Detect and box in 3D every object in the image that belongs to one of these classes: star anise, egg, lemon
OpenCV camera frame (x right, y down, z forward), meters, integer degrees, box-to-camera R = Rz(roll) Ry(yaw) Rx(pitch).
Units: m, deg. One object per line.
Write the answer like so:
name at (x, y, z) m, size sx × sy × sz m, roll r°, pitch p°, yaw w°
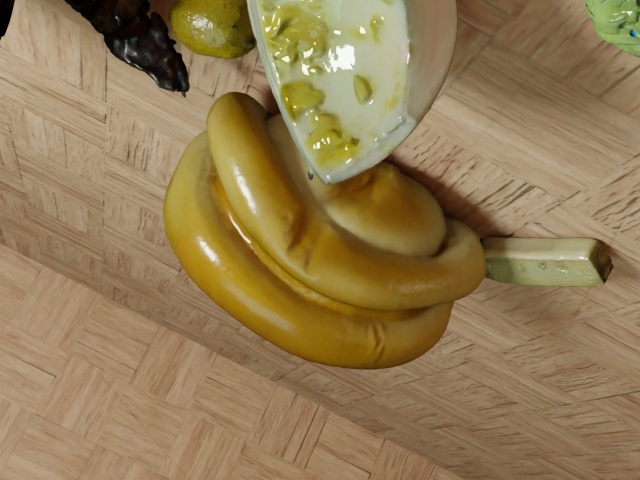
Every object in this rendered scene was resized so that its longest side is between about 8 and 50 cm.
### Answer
star anise at (-0.225, -0.274, 0.953) m, size 0.272 × 0.102 × 0.272 m, roll 45°, pitch -178°, yaw -2°
egg at (0.029, -0.203, 0.725) m, size 0.206 × 0.161 × 0.271 m, roll -127°, pitch 22°, yaw -63°
lemon at (-0.114, -0.236, 0.916) m, size 0.110 × 0.082 × 0.082 m, roll 19°, pitch 158°, yaw 18°

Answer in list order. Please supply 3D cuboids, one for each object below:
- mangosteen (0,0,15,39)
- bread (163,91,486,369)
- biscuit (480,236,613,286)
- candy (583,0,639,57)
mangosteen at (-0.480, -0.278, 0.761) m, size 0.380 × 0.421 × 0.381 m, roll 8°, pitch 116°, yaw 18°
bread at (0.011, -0.022, 1.140) m, size 0.423 × 0.329 × 0.245 m, roll 30°, pitch 118°, yaw -11°
biscuit at (0.286, 0.025, 1.119) m, size 0.188 × 0.052 × 0.056 m, roll 1°, pitch 132°, yaw 47°
candy at (0.184, -0.257, 0.551) m, size 0.093 × 0.092 × 0.336 m, roll 21°, pitch 155°, yaw 49°
